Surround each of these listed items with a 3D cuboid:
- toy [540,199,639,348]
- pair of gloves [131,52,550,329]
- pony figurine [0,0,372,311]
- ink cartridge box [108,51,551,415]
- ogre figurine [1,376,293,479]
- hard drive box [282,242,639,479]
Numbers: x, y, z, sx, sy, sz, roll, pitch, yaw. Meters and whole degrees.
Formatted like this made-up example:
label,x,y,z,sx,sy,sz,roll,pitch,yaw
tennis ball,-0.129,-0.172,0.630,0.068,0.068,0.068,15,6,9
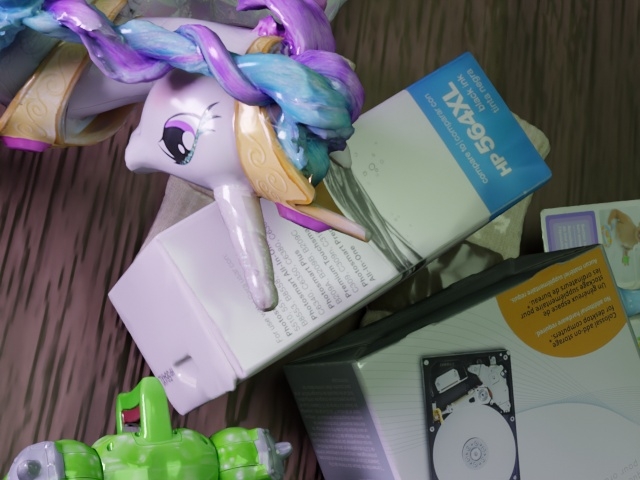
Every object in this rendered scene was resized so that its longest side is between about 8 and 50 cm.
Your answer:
label,x,y,z,sx,sy,sz,roll,pitch,yaw
toy,0.261,0.035,0.921,0.237,0.056,0.137,-6,88,-24
pair of gloves,0.018,-0.017,0.860,0.240,0.042,0.204,19,69,-10
pony figurine,-0.106,-0.159,0.675,0.363,0.303,0.351,10,76,24
ink cartridge box,0.000,0.000,0.745,0.203,0.148,0.086,-31,87,-23
ogre figurine,-0.100,0.131,0.704,0.197,0.118,0.097,17,55,-16
hard drive box,0.109,0.142,0.784,0.181,0.089,0.232,-24,96,-28
